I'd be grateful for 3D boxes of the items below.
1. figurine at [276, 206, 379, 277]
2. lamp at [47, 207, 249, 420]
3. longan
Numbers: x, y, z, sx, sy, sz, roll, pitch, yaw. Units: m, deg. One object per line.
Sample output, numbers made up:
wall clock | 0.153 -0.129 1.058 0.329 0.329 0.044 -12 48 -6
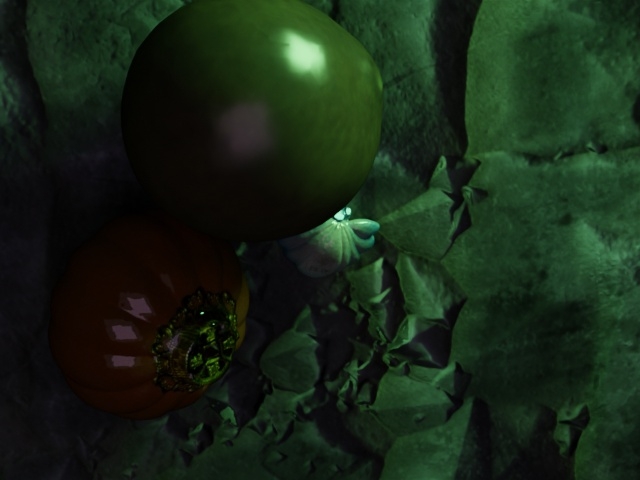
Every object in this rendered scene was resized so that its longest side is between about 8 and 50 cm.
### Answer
figurine | 0.000 0.000 1.767 0.114 0.079 0.114 -3 151 -2
lamp | -0.173 0.076 1.700 0.223 0.196 0.223 -28 132 -37
longan | -0.064 -0.121 1.606 0.258 0.258 0.258 -3 114 -7
